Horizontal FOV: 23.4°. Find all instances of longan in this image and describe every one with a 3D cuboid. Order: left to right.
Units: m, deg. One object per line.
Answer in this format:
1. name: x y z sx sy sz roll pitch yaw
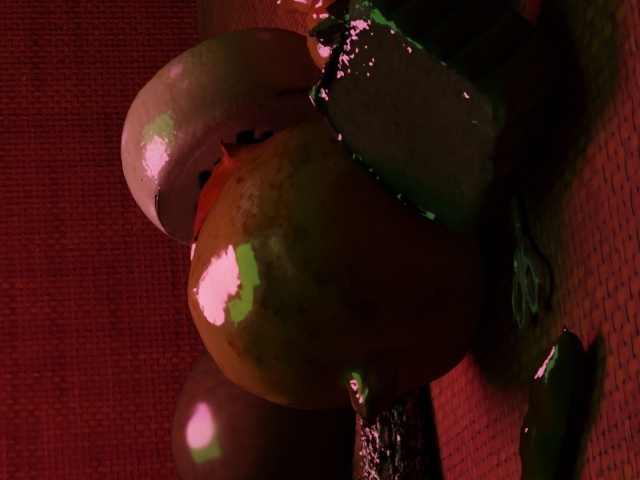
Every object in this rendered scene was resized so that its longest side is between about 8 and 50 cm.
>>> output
1. longan: -0.070 0.270 2.189 0.319 0.319 0.318 178 90 -78

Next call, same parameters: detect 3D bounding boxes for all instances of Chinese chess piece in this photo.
1. Chinese chess piece: -0.106 -0.137 2.184 0.146 0.349 0.349 60 154 33

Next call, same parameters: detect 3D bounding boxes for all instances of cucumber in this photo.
1. cucumber: 0.098 0.274 1.910 0.096 0.096 0.359 115 153 -66

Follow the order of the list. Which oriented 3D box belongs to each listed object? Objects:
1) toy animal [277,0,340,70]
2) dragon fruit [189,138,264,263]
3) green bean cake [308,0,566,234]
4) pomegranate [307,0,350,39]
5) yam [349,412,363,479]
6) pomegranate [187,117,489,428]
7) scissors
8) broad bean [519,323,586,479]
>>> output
1. toy animal: 0.044 -0.284 1.850 0.169 0.195 0.281 46 -155 -40
2. dragon fruit: 0.000 0.000 1.957 0.305 0.226 0.305 11 -103 -58
3. green bean cake: 0.108 -0.138 1.472 0.223 0.125 0.227 37 144 15
4. pomegranate: 0.085 -0.235 1.611 0.131 0.191 0.152 -106 21 -60
5. yam: 0.069 0.365 2.086 0.081 0.081 0.356 -111 22 -58
6. pomegranate: 0.031 0.044 1.654 0.342 0.343 0.342 178 90 -78
7. scissors: 0.199 -0.007 1.537 0.100 0.015 0.189 108 158 -65
8. broad bean: 0.211 0.185 1.431 0.065 0.047 0.254 -125 33 -57
